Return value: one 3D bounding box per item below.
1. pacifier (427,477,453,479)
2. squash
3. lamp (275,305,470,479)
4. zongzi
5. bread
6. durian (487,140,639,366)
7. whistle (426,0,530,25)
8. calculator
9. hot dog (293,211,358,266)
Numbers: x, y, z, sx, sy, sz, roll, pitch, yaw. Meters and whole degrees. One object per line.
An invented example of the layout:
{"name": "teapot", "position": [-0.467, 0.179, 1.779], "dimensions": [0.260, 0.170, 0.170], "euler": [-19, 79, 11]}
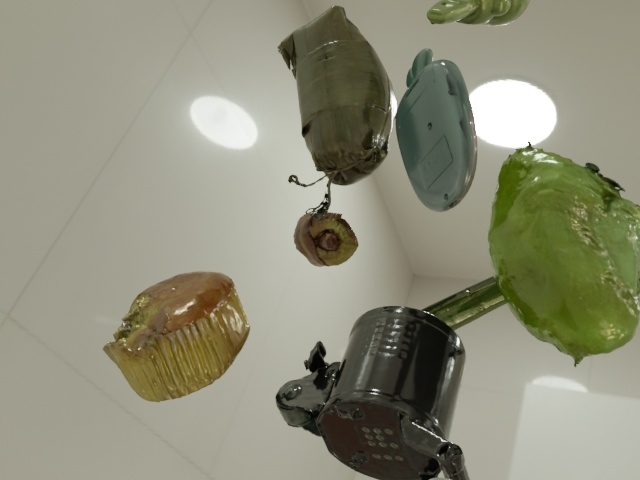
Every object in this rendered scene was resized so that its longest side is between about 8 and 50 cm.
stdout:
{"name": "pacifier", "position": [0.127, 0.321, 0.664], "dimensions": [0.279, 0.228, 0.207], "euler": [13, -65, 61]}
{"name": "squash", "position": [0.258, 0.125, 1.271], "dimensions": [0.229, 0.066, 0.066], "euler": [-25, -41, -2]}
{"name": "lamp", "position": [0.131, 0.240, 1.120], "dimensions": [0.374, 0.272, 0.205], "euler": [12, -44, 40]}
{"name": "zongzi", "position": [0.094, -0.197, 1.409], "dimensions": [0.182, 0.446, 0.418], "euler": [-21, -31, 25]}
{"name": "bread", "position": [-0.222, 0.138, 1.109], "dimensions": [0.179, 0.250, 0.133], "euler": [-9, -70, 20]}
{"name": "durian", "position": [0.380, 0.012, 1.072], "dimensions": [0.256, 0.339, 0.204], "euler": [15, -21, 15]}
{"name": "whistle", "position": [0.301, -0.471, 1.300], "dimensions": [0.141, 0.294, 0.141], "euler": [14, -68, 37]}
{"name": "calculator", "position": [0.185, -0.187, 1.147], "dimensions": [0.041, 0.298, 0.185], "euler": [2, -28, -23]}
{"name": "hot dog", "position": [-0.006, -0.001, 1.511], "dimensions": [0.123, 0.093, 0.261], "euler": [64, -16, -5]}
